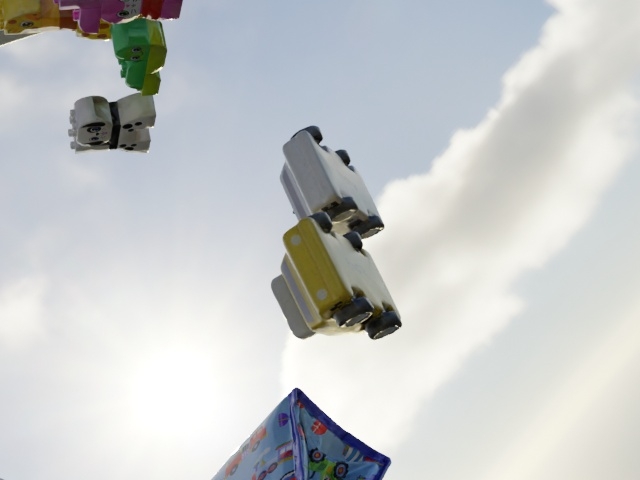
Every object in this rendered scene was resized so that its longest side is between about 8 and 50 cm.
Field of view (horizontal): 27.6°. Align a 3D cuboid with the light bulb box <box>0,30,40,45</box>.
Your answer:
[{"bbox_3d":[-0.422,-0.430,1.538,0.358,0.225,0.361,-41,-33,-60],"label":"light bulb box"}]

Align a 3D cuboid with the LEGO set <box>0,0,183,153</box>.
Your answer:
[{"bbox_3d":[-0.146,-0.133,0.794,0.093,0.087,0.227,-7,-20,-16],"label":"LEGO set"}]

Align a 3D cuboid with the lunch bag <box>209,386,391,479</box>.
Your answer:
[{"bbox_3d":[-0.056,0.312,1.238,0.221,0.138,0.293,-50,8,18],"label":"lunch bag"}]

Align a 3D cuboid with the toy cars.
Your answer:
[{"bbox_3d":[0.000,0.000,1.281,0.087,0.176,0.393,-29,23,12],"label":"toy cars"}]

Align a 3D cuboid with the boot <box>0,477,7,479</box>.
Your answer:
[{"bbox_3d":[-0.156,0.132,0.480,0.118,0.042,0.087,-43,-31,12],"label":"boot"}]
